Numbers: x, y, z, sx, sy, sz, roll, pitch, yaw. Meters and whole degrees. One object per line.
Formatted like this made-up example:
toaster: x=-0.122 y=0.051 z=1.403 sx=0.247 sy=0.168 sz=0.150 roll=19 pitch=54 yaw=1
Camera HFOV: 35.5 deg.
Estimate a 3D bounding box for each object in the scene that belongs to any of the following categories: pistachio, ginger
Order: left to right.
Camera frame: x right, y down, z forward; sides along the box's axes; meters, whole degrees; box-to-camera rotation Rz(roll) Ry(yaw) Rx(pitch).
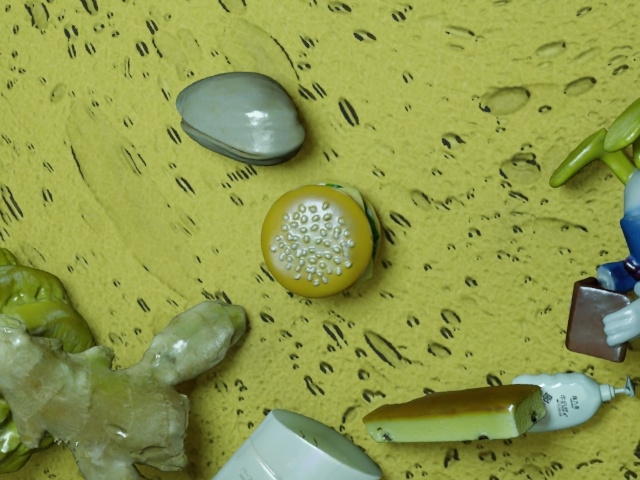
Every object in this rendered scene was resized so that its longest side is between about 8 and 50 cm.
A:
ginger: x=-0.262 y=0.250 z=1.281 sx=0.348 sy=0.122 sz=0.363 roll=5 pitch=86 yaw=-22
pistachio: x=-0.101 y=-0.156 z=1.293 sx=0.185 sy=0.124 sz=0.124 roll=7 pitch=98 yaw=19

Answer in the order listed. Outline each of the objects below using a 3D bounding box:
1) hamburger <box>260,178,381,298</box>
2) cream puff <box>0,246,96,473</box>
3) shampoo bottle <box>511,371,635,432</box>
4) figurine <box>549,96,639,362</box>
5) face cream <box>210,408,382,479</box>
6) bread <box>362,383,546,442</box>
hamburger: x=0.000 y=0.000 z=1.292 sx=0.162 sy=0.115 sz=0.162 roll=2 pitch=99 yaw=13
cream puff: x=-0.485 y=0.178 z=1.363 sx=0.324 sy=0.257 sz=0.291 roll=-41 pitch=82 yaw=14
shampoo bottle: x=0.324 y=0.201 z=1.275 sx=0.152 sy=0.045 sz=0.077 roll=-10 pitch=94 yaw=14
figurine: x=0.412 y=0.040 z=1.165 sx=0.338 sy=0.204 sz=0.283 roll=37 pitch=78 yaw=-6
face cream: x=-0.086 y=0.385 z=1.375 sx=0.173 sy=0.081 sz=0.348 roll=41 pitch=104 yaw=9
bread: x=0.169 y=0.224 z=1.280 sx=0.226 sy=0.088 sz=0.049 roll=-12 pitch=97 yaw=39
